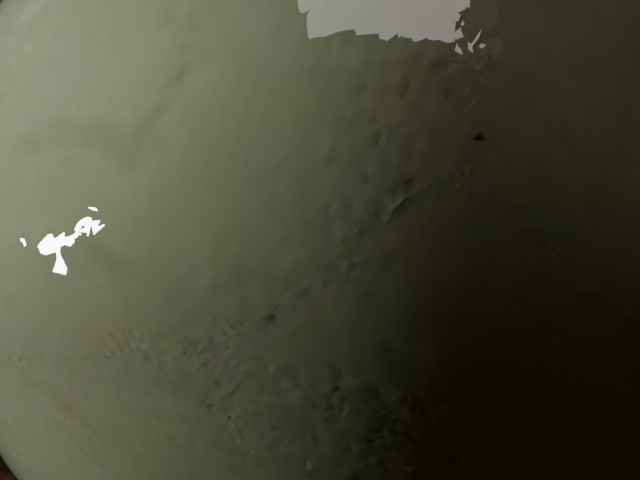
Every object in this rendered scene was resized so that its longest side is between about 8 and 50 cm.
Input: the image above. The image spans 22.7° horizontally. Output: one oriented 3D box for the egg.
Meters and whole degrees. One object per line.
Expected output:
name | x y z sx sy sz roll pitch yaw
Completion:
egg | 0.000 0.000 0.459 0.219 0.219 0.269 -3 2 -29
